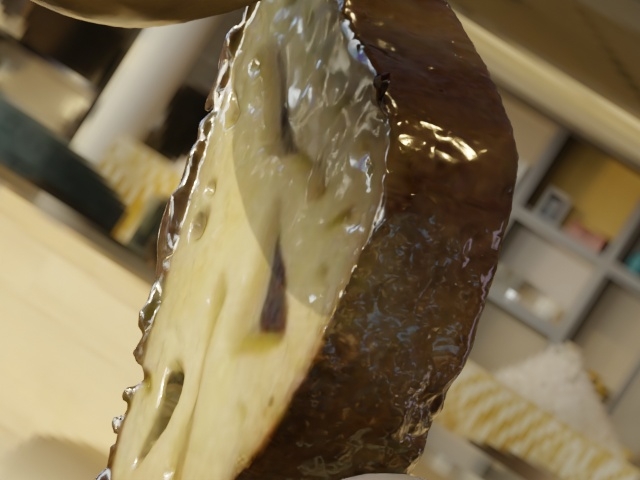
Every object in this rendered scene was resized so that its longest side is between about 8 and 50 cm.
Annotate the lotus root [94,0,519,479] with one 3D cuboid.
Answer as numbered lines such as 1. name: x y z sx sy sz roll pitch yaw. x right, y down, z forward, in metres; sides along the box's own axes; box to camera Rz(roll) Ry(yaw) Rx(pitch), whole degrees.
1. lotus root: 0.000 0.000 0.688 0.074 0.260 0.170 19 -3 -25

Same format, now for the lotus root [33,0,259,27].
1. lotus root: -0.069 -0.184 0.608 0.183 0.183 0.310 32 18 -28

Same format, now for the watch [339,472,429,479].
1. watch: 0.006 0.172 0.350 0.196 0.244 0.231 12 19 32
